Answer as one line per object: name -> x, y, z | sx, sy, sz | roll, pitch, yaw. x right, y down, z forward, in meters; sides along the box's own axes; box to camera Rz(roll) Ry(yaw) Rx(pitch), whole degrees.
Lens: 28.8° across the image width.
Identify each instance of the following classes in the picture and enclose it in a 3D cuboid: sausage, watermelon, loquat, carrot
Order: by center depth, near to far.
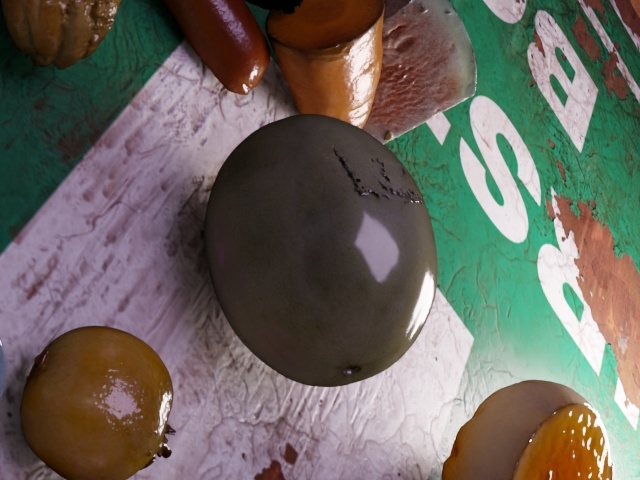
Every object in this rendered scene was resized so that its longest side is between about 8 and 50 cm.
loquat -> -0.209, 0.156, 1.171 | 0.163, 0.137, 0.163 | 39, 27, -24
sausage -> -0.157, -0.315, 1.563 | 0.300, 0.083, 0.089 | 54, 38, -21
carrot -> 0.016, -0.220, 1.681 | 0.225, 0.159, 0.159 | 81, 18, -44
watermelon -> 0.089, -0.265, 1.799 | 0.201, 0.262, 0.213 | -51, 120, -22

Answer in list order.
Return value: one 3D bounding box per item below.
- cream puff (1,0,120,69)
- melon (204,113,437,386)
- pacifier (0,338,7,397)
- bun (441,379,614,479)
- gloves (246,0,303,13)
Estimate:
cream puff -> -0.271, -0.272, 1.305 | 0.189, 0.129, 0.189 | 174, -90, -82
melon -> 0.000, 0.000, 1.438 | 0.268, 0.268, 0.330 | 22, 47, -47
pacifier -> -0.388, 0.118, 0.937 | 0.287, 0.238, 0.226 | -17, 52, -31
bun -> 0.264, 0.327, 1.696 | 0.299, 0.165, 0.299 | -14, 110, -45
gloves -> -0.101, -0.367, 1.627 | 0.129, 0.181, 0.106 | 24, 86, -46
